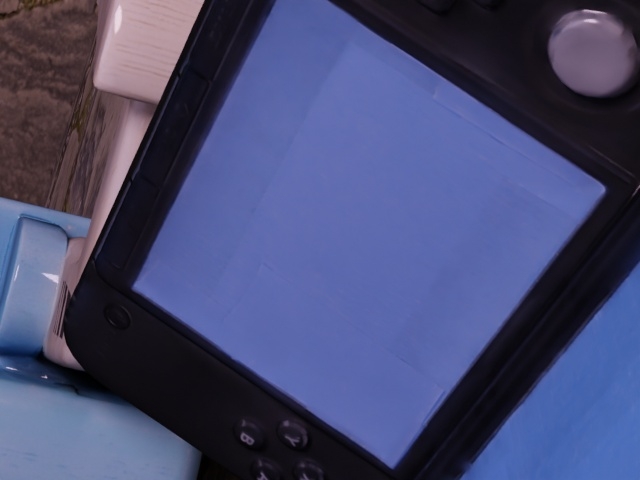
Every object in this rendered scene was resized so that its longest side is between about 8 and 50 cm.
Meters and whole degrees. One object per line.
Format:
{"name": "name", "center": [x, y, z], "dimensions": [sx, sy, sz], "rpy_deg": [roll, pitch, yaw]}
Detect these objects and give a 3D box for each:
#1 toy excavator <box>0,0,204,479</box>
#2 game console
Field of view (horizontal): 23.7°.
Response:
{"name": "toy excavator", "center": [-0.132, 0.062, 0.848], "dimensions": [0.445, 0.222, 0.433], "rpy_deg": [-166, 91, -75]}
{"name": "game console", "center": [0.020, 0.055, 0.488], "dimensions": [0.173, 0.250, 0.293], "rpy_deg": [-53, -5, -48]}
